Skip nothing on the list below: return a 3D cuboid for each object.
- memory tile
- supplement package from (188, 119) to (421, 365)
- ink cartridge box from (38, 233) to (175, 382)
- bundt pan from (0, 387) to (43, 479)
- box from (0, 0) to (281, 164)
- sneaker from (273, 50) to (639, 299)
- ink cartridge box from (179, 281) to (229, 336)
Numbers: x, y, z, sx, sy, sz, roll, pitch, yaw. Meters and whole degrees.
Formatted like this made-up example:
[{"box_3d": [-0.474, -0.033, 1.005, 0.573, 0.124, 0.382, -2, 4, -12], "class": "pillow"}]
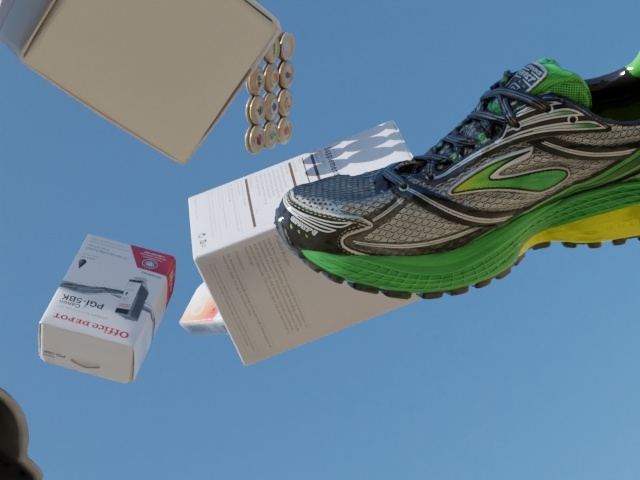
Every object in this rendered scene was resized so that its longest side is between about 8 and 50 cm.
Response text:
[{"box_3d": [-0.063, -0.189, 1.429, 0.113, 0.012, 0.148, -26, -60, -60], "class": "memory tile"}, {"box_3d": [0.000, 0.000, 1.440, 0.293, 0.175, 0.177, -20, -62, 2], "class": "supplement package"}, {"box_3d": [-0.212, 0.066, 1.130, 0.099, 0.135, 0.056, 14, -47, 2], "class": "ink cartridge box"}, {"box_3d": [-0.386, 0.203, 0.836, 0.331, 0.124, 0.330, -13, -69, -37], "class": "bundt pan"}, {"box_3d": [-0.173, -0.181, 0.843, 0.148, 0.311, 0.121, 33, -87, -33], "class": "box"}, {"box_3d": [0.129, -0.063, 0.842, 0.344, 0.134, 0.146, -16, -57, -6], "class": "sneaker"}, {"box_3d": [-0.117, 0.057, 1.666, 0.045, 0.145, 0.179, 41, -122, -33], "class": "ink cartridge box"}]
